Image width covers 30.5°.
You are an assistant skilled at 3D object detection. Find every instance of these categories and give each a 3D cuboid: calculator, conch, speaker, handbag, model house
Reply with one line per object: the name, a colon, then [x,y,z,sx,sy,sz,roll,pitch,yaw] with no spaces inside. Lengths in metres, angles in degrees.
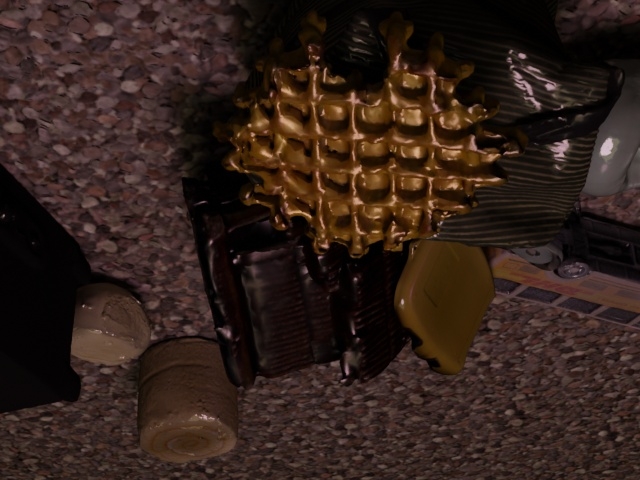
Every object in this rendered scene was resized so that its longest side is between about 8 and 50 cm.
calculator: [0.145,0.061,1.344,0.033,0.157,0.236,16,160,32]
conch: [0.340,-0.129,1.243,0.221,0.121,0.185,-3,149,-39]
speaker: [-0.407,0.067,1.369,0.184,0.232,0.254,-13,143,16]
handbag: [0.103,-0.140,1.120,0.340,0.247,0.240,10,126,-17]
model house: [0.000,0.000,1.334,0.282,0.297,0.317,-13,123,-6]

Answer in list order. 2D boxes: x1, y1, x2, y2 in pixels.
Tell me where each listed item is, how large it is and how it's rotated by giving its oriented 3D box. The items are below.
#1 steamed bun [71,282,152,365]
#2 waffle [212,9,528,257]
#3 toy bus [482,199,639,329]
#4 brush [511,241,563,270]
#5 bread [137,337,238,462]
steamed bun: [-0.293,0.107,1.558,0.112,0.091,0.130,-27,141,36]
waffle: [0.035,-0.080,0.988,0.228,0.051,0.231,36,123,-20]
toy bus: [0.354,0.038,1.509,0.342,0.097,0.138,14,144,-23]
brush: [0.166,-0.061,1.346,0.297,0.060,0.068,32,152,-19]
bread: [-0.193,0.232,1.702,0.148,0.141,0.134,-25,141,27]
